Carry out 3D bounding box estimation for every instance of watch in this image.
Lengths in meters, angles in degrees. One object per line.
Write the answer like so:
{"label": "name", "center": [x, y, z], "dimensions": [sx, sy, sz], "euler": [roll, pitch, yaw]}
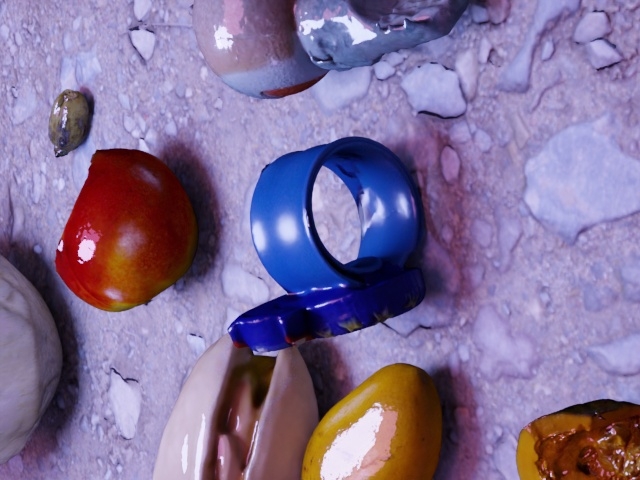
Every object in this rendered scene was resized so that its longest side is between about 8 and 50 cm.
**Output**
{"label": "watch", "center": [0.009, -0.002, 1.633], "dimensions": [0.171, 0.196, 0.200], "euler": [-10, 95, 39]}

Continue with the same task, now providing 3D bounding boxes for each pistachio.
{"label": "pistachio", "center": [-0.090, 0.257, 1.793], "dimensions": [0.194, 0.214, 0.318], "euler": [13, 98, 2]}

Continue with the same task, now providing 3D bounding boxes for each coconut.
{"label": "coconut", "center": [-0.586, 0.169, 2.169], "dimensions": [0.415, 0.415, 0.344], "euler": [-2, 95, 49]}

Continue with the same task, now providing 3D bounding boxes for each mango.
{"label": "mango", "center": [0.059, 0.223, 1.664], "dimensions": [0.145, 0.112, 0.219], "euler": [51, 126, 34]}

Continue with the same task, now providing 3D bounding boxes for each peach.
{"label": "peach", "center": [-0.251, -0.014, 1.928], "dimensions": [0.190, 0.190, 0.192], "euler": [-32, 90, 46]}

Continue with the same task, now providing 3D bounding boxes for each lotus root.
{"label": "lotus root", "center": [-0.345, -0.159, 2.117], "dimensions": [0.054, 0.049, 0.099], "euler": [31, 118, 33]}

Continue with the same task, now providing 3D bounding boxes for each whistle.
{"label": "whistle", "center": [0.002, -0.227, 1.640], "dimensions": [0.348, 0.189, 0.189], "euler": [8, 102, 34]}

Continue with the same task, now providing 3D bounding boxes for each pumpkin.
{"label": "pumpkin", "center": [0.282, 0.208, 1.411], "dimensions": [0.183, 0.108, 0.119], "euler": [24, 120, 36]}
